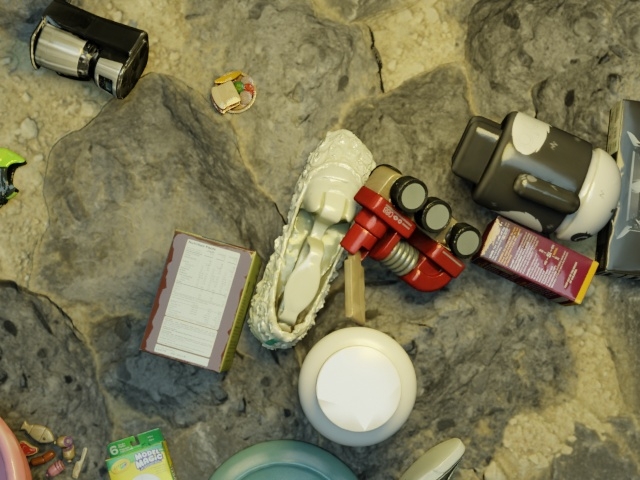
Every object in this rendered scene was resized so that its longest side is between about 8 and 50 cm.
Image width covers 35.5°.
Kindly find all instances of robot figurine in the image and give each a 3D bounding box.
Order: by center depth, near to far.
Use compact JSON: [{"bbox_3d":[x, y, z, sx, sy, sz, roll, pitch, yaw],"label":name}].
[{"bbox_3d":[0.359,-0.106,1.665,0.278,0.173,0.209,24,56,0],"label":"robot figurine"}]

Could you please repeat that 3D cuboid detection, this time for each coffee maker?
[{"bbox_3d":[-0.394,-0.352,1.751,0.178,0.120,0.171,20,84,2],"label":"coffee maker"}]

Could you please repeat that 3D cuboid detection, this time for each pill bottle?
[{"bbox_3d":[0.057,0.229,1.586,0.182,0.323,0.181,0,84,0],"label":"pill bottle"}]

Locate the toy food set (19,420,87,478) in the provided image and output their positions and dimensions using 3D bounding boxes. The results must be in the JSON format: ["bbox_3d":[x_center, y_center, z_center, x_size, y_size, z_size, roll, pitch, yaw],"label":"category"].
[{"bbox_3d":[-0.470,0.367,1.724,0.122,0.019,0.077,18,84,2],"label":"toy food set"}]

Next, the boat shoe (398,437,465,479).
[{"bbox_3d":[0.171,0.429,1.694,0.219,0.078,0.070,-43,101,-5],"label":"boat shoe"}]

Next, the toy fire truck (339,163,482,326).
[{"bbox_3d":[0.125,0.031,1.660,0.217,0.158,0.246,38,90,-29],"label":"toy fire truck"}]

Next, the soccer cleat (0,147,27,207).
[{"bbox_3d":[-0.577,-0.077,1.753,0.072,0.060,0.178,22,82,1],"label":"soccer cleat"}]

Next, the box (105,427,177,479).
[{"bbox_3d":[-0.297,0.421,1.708,0.105,0.043,0.179,-18,82,-1],"label":"box"}]

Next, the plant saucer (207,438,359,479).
[{"bbox_3d":[-0.064,0.501,1.699,0.318,0.044,0.317,0,84,1],"label":"plant saucer"}]

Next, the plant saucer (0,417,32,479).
[{"bbox_3d":[-0.587,0.425,1.631,0.332,0.084,0.332,-6,78,29],"label":"plant saucer"}]

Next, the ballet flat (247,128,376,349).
[{"bbox_3d":[0.000,0.000,1.707,0.147,0.147,0.408,20,84,2],"label":"ballet flat"}]

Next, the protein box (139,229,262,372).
[{"bbox_3d":[-0.194,0.104,1.661,0.136,0.200,0.201,16,84,1],"label":"protein box"}]

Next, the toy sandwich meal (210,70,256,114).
[{"bbox_3d":[-0.157,-0.266,1.786,0.086,0.029,0.085,0,84,0],"label":"toy sandwich meal"}]

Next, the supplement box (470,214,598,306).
[{"bbox_3d":[0.365,0.037,1.717,0.188,0.104,0.080,26,84,3],"label":"supplement box"}]

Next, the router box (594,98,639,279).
[{"bbox_3d":[0.620,-0.078,1.740,0.243,0.081,0.308,8,84,1],"label":"router box"}]
